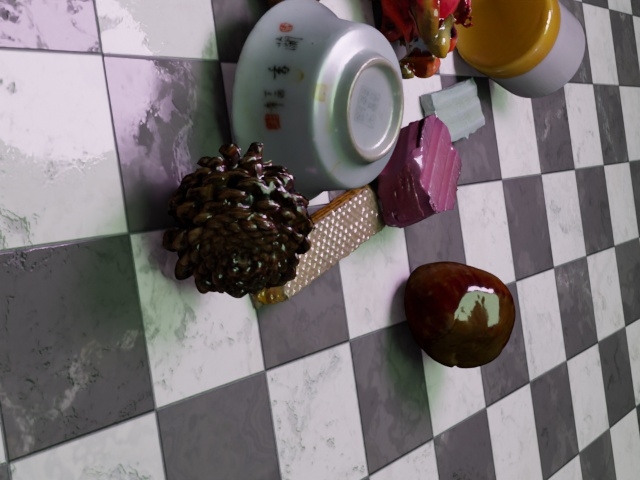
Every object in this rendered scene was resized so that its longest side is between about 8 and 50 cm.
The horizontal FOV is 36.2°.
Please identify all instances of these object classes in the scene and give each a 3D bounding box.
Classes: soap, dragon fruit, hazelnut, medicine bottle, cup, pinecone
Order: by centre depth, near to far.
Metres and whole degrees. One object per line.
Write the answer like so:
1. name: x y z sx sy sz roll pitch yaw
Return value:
1. pinecone: -0.114 -0.034 1.406 0.221 0.221 0.221 13 74 -53
2. cup: 0.027 -0.219 1.605 0.347 0.163 0.347 -20 115 -51
3. soap: 0.187 -0.128 1.877 0.182 0.112 0.289 56 29 -29
4. dragon fruit: 0.210 -0.486 1.921 0.243 0.227 0.307 -37 117 -46
5. hazelnut: 0.277 0.132 1.929 0.234 0.218 0.218 47 49 -40
6. medicine bottle: 0.459 -0.470 2.258 0.232 0.238 0.238 18 70 -54

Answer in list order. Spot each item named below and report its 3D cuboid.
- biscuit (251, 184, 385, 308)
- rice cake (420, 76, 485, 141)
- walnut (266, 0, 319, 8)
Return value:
1. biscuit: 0.000 0.000 1.686 0.378 0.054 0.094 -34 112 -52
2. rice cake: 0.298 -0.284 2.166 0.237 0.043 0.127 -31 111 -52
3. walnut: -0.017 -0.468 1.667 0.207 0.116 0.116 -47 126 -15
